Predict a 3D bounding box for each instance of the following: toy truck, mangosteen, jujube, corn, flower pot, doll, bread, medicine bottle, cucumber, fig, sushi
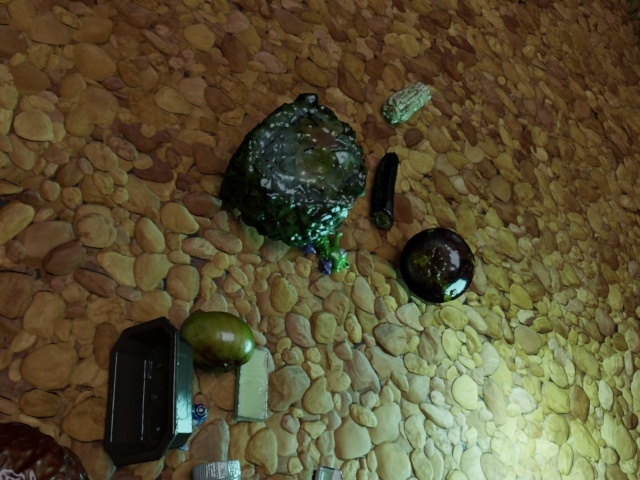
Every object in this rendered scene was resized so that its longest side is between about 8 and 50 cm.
[{"bbox_3d":[-0.259,0.349,1.226,0.073,0.056,0.090,23,70,-16],"label":"toy truck"},{"bbox_3d":[0.307,0.063,1.664,0.217,0.192,0.192,5,59,-66],"label":"mangosteen"},{"bbox_3d":[-0.462,0.384,0.974,0.232,0.213,0.213,37,52,-11],"label":"jujube"},{"bbox_3d":[0.265,-0.416,1.922,0.087,0.087,0.211,51,52,0],"label":"corn"},{"bbox_3d":[-0.298,0.277,1.178,0.084,0.178,0.251,29,49,-49],"label":"flower pot"},{"bbox_3d":[0.000,0.000,1.567,0.190,0.050,0.115,44,50,-2],"label":"doll"},{"bbox_3d":[-0.142,0.296,1.339,0.068,0.028,0.154,14,59,-26],"label":"bread"},{"bbox_3d":[-0.181,0.501,1.170,0.131,0.088,0.189,5,64,-30],"label":"medicine bottle"},{"bbox_3d":[0.174,-0.147,1.746,0.067,0.067,0.245,22,55,-22],"label":"cucumber"},{"bbox_3d":[-0.205,0.201,1.279,0.152,0.136,0.121,23,46,-6],"label":"fig"},{"bbox_3d":[-0.043,-0.153,1.511,0.294,0.178,0.352,38,49,1],"label":"sushi"}]

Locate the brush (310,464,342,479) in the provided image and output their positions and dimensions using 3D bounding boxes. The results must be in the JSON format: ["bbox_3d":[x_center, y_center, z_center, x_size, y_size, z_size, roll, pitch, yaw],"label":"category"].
[{"bbox_3d":[-0.015,0.606,1.256,0.060,0.050,0.321,22,64,-25],"label":"brush"}]
